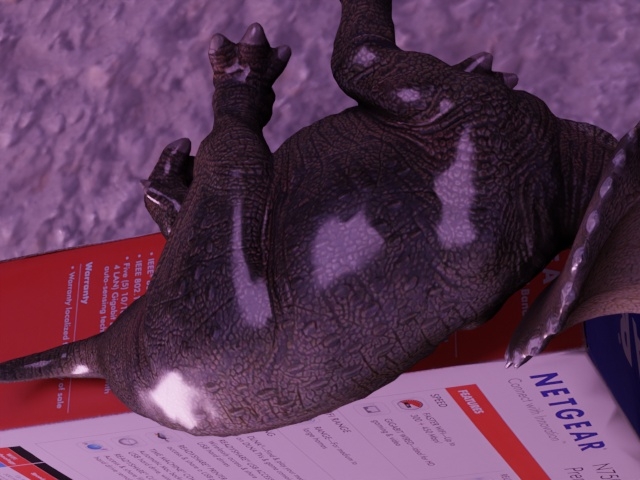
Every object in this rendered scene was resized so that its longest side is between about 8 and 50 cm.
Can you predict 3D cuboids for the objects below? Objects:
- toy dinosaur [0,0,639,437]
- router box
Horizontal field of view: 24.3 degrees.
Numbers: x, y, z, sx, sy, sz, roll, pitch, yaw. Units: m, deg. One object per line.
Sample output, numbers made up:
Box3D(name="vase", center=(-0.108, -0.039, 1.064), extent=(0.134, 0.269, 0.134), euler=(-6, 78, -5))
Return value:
Box3D(name="toy dinosaur", center=(0.000, 0.000, 0.504), extent=(0.313, 0.121, 0.160), euler=(-17, 45, 10))
Box3D(name="router box", center=(0.017, 0.100, 0.718), extent=(0.301, 0.335, 0.082), euler=(-10, 60, 19))
